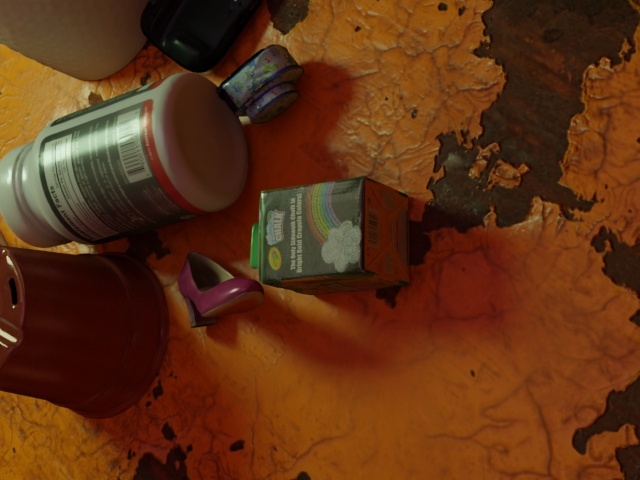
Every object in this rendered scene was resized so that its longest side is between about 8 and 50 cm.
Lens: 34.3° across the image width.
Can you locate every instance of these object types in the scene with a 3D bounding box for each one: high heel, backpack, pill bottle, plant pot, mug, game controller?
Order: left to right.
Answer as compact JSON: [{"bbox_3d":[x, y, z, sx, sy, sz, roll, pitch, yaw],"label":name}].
[{"bbox_3d":[-0.501,-0.458,1.718,0.374,0.328,0.276,23,91,34],"label":"mug"},{"bbox_3d":[-0.420,0.126,1.574,0.272,0.265,0.273,-8,74,31],"label":"plant pot"},{"bbox_3d":[-0.309,-0.110,1.590,0.362,0.210,0.210,-14,72,30],"label":"pill bottle"},{"bbox_3d":[-0.145,0.052,1.479,0.244,0.082,0.117,149,114,-67],"label":"high heel"},{"bbox_3d":[-0.152,-0.423,1.645,0.166,0.067,0.319,37,96,15],"label":"game controller"},{"bbox_3d":[-0.079,-0.229,1.537,0.114,0.105,0.084,-41,83,17],"label":"backpack"}]

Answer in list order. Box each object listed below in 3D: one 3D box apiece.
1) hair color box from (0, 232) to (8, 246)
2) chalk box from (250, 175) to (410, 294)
[{"bbox_3d":[-0.579,0.025,1.814,0.043,0.072,0.141,-46,58,15],"label":"hair color box"},{"bbox_3d":[0.000,0.000,1.417,0.213,0.132,0.133,-6,77,32],"label":"chalk box"}]
